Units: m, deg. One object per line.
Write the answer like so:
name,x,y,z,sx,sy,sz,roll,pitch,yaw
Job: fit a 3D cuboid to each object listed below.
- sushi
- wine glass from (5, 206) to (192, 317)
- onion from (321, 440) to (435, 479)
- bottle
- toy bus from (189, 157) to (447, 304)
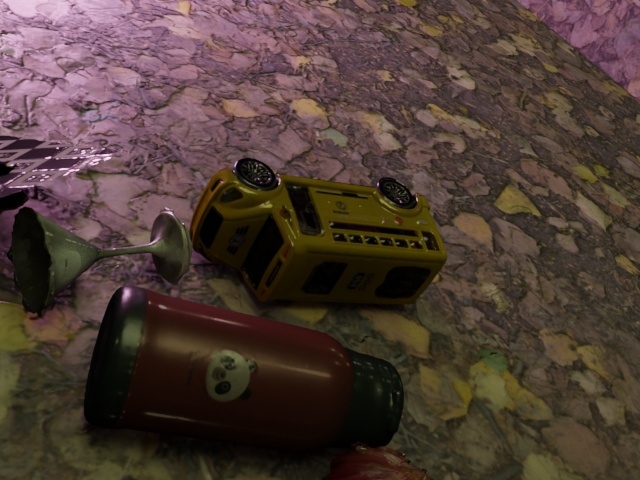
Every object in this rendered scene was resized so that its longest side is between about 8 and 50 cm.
sushi,-0.400,-0.048,0.836,0.264,0.050,0.290,10,28,34
wine glass,-0.250,0.012,0.865,0.182,0.122,0.122,-8,52,-42
onion,0.071,0.295,0.744,0.184,0.147,0.184,28,-5,3
bottle,-0.069,0.154,0.801,0.336,0.144,0.144,16,40,-19
toy bus,0.000,0.000,1.007,0.331,0.145,0.151,5,46,-30
